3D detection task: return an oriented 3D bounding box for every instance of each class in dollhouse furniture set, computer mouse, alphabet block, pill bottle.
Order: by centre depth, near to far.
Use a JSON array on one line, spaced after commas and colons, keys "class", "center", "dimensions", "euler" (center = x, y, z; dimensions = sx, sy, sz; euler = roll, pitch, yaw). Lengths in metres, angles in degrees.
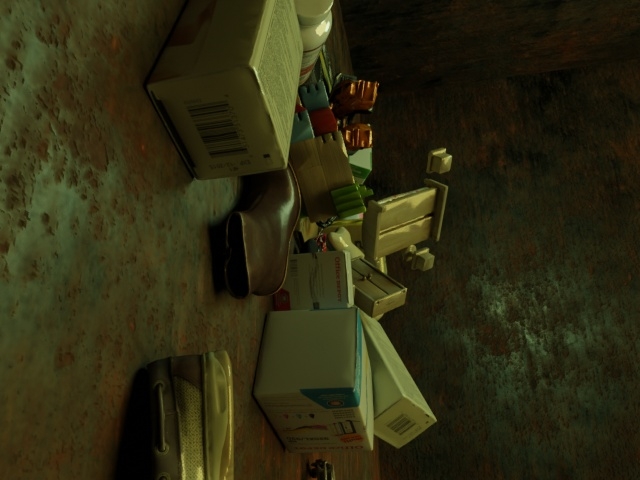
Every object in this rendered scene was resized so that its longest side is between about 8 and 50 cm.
[{"class": "pill bottle", "center": [-0.049, -0.373, 0.848], "dimensions": [0.216, 0.121, 0.121], "euler": [145, -57, -72]}, {"class": "dollhouse furniture set", "center": [0.100, -0.024, 1.049], "dimensions": [0.174, 0.303, 0.356], "euler": [35, -48, 43]}, {"class": "computer mouse", "center": [0.000, 0.000, 1.161], "dimensions": [0.071, 0.041, 0.242], "euler": [41, 52, -28]}, {"class": "alphabet block", "center": [0.105, 0.036, 1.503], "dimensions": [0.192, 0.193, 0.197], "euler": [-39, 124, -79]}]

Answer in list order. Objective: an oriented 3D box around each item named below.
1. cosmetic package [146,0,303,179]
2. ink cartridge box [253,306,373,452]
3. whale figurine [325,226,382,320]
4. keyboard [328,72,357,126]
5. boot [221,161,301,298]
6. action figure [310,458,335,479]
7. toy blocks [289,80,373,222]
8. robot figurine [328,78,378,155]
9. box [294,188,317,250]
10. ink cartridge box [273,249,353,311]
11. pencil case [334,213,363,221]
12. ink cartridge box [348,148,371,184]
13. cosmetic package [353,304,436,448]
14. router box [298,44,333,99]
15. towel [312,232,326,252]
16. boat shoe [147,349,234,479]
[{"class": "cosmetic package", "center": [-0.108, -0.239, 0.643], "dimensions": [0.153, 0.129, 0.296], "euler": [72, 17, -47]}, {"class": "ink cartridge box", "center": [0.001, 0.261, 0.874], "dimensions": [0.168, 0.171, 0.233], "euler": [-85, 165, -45]}, {"class": "whale figurine", "center": [0.073, 0.103, 1.302], "dimensions": [0.272, 0.141, 0.216], "euler": [64, 28, -4]}, {"class": "keyboard", "center": [0.052, -0.320, 1.396], "dimensions": [0.201, 0.033, 0.317], "euler": [-28, 138, -61]}, {"class": "boot", "center": [-0.091, -0.036, 0.740], "dimensions": [0.207, 0.090, 0.249], "euler": [15, 74, -81]}, {"class": "action figure", "center": [0.022, 0.595, 1.065], "dimensions": [0.285, 0.099, 0.185], "euler": [60, 33, -58]}, {"class": "toy blocks", "center": [-0.016, -0.190, 0.962], "dimensions": [0.381, 0.190, 0.261], "euler": [-108, -178, -79]}, {"class": "robot figurine", "center": [0.050, -0.294, 1.162], "dimensions": [0.291, 0.085, 0.211], "euler": [-158, -107, -69]}, {"class": "box", "center": [-0.034, -0.045, 1.254], "dimensions": [0.164, 0.021, 0.201], "euler": [74, 15, -47]}, {"class": "ink cartridge box", "center": [-0.014, 0.079, 0.932], "dimensions": [0.063, 0.150, 0.109], "euler": [12, 74, -75]}, {"class": "pencil case", "center": [0.100, -0.006, 1.727], "dimensions": [0.124, 0.113, 0.273], "euler": [104, -9, -53]}, {"class": "ink cartridge box", "center": [0.089, -0.232, 1.592], "dimensions": [0.208, 0.086, 0.153], "euler": [123, -24, -49]}, {"class": "cosmetic package", "center": [0.119, 0.293, 1.095], "dimensions": [0.160, 0.113, 0.309], "euler": [44, 9, -36]}, {"class": "router box", "center": [-0.023, -0.467, 1.351], "dimensions": [0.309, 0.081, 0.243], "euler": [62, 26, -65]}, {"class": "towel", "center": [0.007, 0.122, 1.297], "dimensions": [0.199, 0.031, 0.275], "euler": [-39, 128, -83]}, {"class": "boat shoe", "center": [-0.124, 0.243, 0.425], "dimensions": [0.103, 0.092, 0.285], "euler": [109, -20, -65]}]
